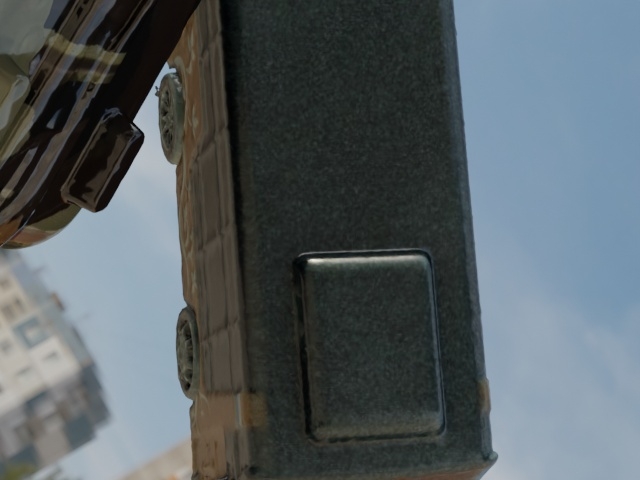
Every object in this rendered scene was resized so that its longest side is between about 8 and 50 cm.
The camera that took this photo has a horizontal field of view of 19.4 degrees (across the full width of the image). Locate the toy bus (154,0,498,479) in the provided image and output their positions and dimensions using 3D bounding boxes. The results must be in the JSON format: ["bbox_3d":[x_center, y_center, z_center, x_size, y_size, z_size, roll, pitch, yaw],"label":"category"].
[{"bbox_3d":[0.000,0.000,0.942,0.167,0.138,0.275,150,-62,-72],"label":"toy bus"}]

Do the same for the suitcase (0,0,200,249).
[{"bbox_3d":[-0.192,-0.201,0.806,0.339,0.351,0.194,35,8,23],"label":"suitcase"}]
